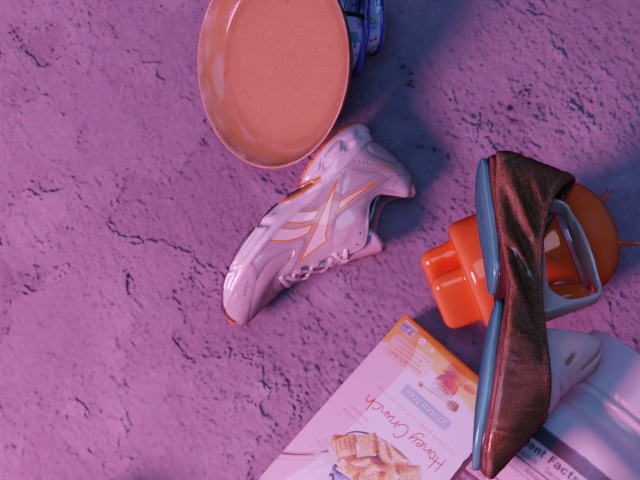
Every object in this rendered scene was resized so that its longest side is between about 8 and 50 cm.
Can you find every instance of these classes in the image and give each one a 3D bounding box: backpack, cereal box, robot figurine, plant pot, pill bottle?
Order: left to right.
[{"bbox_3d":[-0.046,-0.197,1.830,0.236,0.032,0.236,4,96,43],"label":"plant pot"},{"bbox_3d":[0.027,-0.240,1.850,0.084,0.105,0.114,5,85,-12],"label":"backpack"},{"bbox_3d":[0.077,0.223,1.767,0.173,0.047,0.240,40,86,14],"label":"cereal box"},{"bbox_3d":[0.221,0.017,1.752,0.219,0.158,0.128,-23,91,2],"label":"robot figurine"},{"bbox_3d":[0.225,0.280,1.654,0.204,0.204,0.361,39,85,14],"label":"pill bottle"}]

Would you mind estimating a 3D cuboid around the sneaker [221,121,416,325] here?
[{"bbox_3d":[0.000,0.000,1.806,0.121,0.099,0.262,38,86,10],"label":"sneaker"}]

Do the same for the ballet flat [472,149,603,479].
[{"bbox_3d":[0.211,0.067,1.610,0.124,0.116,0.342,4,60,1],"label":"ballet flat"}]
